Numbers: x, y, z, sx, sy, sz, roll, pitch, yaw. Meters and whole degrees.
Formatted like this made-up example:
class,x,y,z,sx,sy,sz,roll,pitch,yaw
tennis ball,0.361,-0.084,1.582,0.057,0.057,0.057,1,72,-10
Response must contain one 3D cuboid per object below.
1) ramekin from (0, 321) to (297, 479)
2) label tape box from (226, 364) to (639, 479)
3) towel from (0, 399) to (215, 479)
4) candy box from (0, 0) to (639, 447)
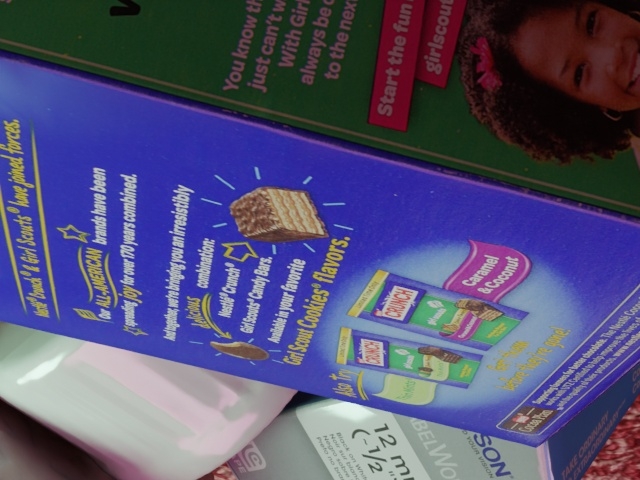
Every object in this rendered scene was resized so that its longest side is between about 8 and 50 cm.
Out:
class,x,y,z,sx,sy,sz,roll,pitch,yaw
ramekin,-0.114,0.011,0.876,0.277,0.277,0.135,-20,137,42
label tape box,0.131,0.070,0.847,0.347,0.249,0.115,-18,105,44
towel,-0.229,0.099,0.960,0.053,0.332,0.317,-42,175,8
candy box,-0.017,-0.033,0.546,0.317,0.122,0.268,13,156,-3
